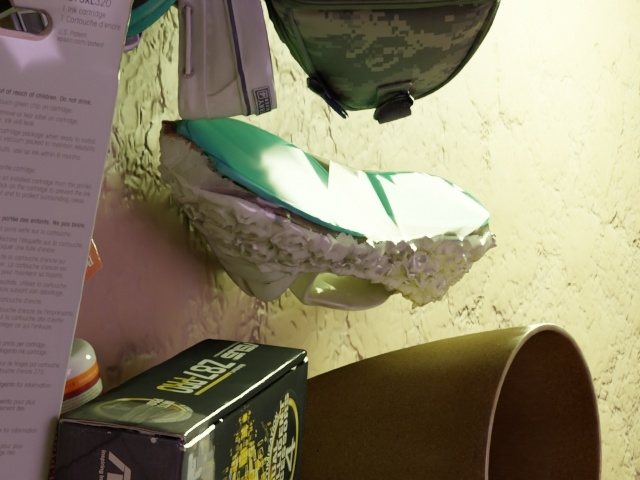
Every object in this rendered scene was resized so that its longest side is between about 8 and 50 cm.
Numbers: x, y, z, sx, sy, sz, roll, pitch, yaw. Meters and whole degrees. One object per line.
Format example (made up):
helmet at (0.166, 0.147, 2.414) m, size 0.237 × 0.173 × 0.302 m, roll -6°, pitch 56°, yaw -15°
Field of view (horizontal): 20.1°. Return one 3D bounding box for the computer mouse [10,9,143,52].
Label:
computer mouse at (-0.200, -0.164, 1.287) m, size 0.193 × 0.042 × 0.106 m, roll 0°, pitch 82°, yaw -55°

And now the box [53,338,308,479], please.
box at (-0.103, 0.285, 1.259) m, size 0.318 × 0.097 × 0.394 m, roll -18°, pitch 114°, yaw -73°

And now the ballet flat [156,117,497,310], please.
ballet flat at (0.000, 0.000, 1.525) m, size 0.409 × 0.147 × 0.147 m, roll 11°, pitch 79°, yaw -49°

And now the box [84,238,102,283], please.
box at (-0.235, -0.021, 1.173) m, size 0.130 × 0.091 × 0.170 m, roll -51°, pitch 131°, yaw -48°

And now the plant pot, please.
plant pot at (0.078, 0.189, 1.533) m, size 0.237 × 0.254 × 0.237 m, roll 6°, pitch 84°, yaw -60°

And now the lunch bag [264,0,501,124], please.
lunch bag at (0.042, -0.283, 1.475) m, size 0.256 × 0.213 × 0.305 m, roll 89°, pitch -7°, yaw -61°

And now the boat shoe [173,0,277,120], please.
boat shoe at (-0.097, -0.213, 1.413) m, size 0.096 × 0.088 × 0.267 m, roll 86°, pitch -7°, yaw -72°

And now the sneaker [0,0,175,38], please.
sneaker at (-0.195, -0.182, 1.146) m, size 0.178 × 0.296 × 0.123 m, roll 93°, pitch -17°, yaw -85°

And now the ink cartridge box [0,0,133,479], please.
ink cartridge box at (-0.227, 0.012, 1.062) m, size 0.176 × 0.069 × 0.370 m, roll 5°, pitch 103°, yaw -34°

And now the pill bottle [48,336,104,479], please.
pill bottle at (-0.185, 0.150, 1.256) m, size 0.086 × 0.086 × 0.152 m, roll -32°, pitch 116°, yaw -55°
